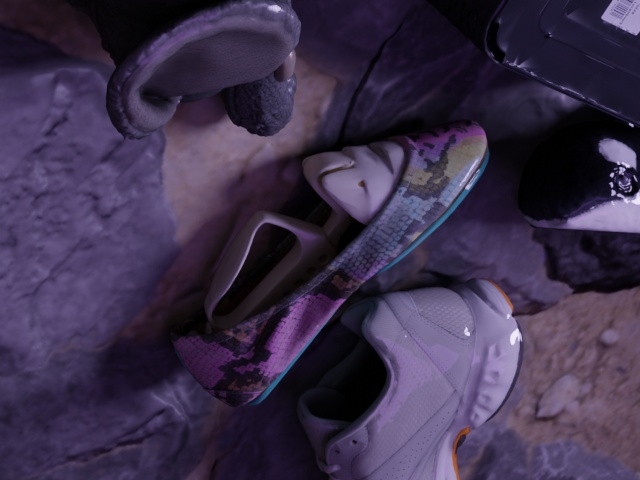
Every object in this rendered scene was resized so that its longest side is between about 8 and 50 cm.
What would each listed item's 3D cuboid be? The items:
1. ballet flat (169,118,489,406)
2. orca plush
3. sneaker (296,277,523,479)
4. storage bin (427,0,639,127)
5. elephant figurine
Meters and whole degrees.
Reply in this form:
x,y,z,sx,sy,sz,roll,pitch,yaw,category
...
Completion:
x,y,z,sx,sy,sz,roll,pitch,yaw,category
0.000,0.000,1.058,0.221,0.077,0.079,-45,117,6,ballet flat
0.228,-0.053,1.144,0.287,0.151,0.102,3,91,-32,orca plush
0.030,0.138,1.178,0.121,0.099,0.262,3,114,-27,sneaker
0.155,-0.148,1.028,0.180,0.084,0.122,17,113,-42,storage bin
-0.061,-0.124,0.866,0.186,0.169,0.239,23,129,-13,elephant figurine
